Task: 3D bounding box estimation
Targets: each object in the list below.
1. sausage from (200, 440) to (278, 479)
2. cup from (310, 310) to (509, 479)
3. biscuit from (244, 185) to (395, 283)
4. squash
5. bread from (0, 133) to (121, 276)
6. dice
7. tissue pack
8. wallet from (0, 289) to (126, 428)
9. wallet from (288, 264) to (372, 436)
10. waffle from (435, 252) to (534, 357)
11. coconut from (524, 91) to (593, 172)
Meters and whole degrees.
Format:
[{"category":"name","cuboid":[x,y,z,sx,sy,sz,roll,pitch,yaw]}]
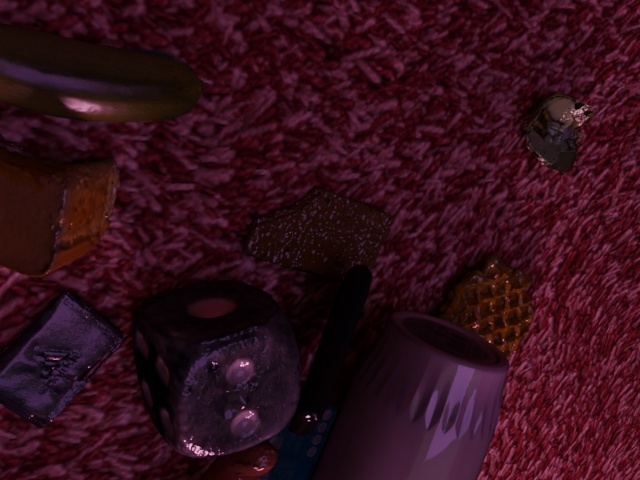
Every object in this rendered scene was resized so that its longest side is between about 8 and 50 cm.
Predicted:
[{"category":"sausage","cuboid":[-0.145,0.366,1.097,0.078,0.078,0.304,3,136,-34]},{"category":"cup","cuboid":[0.140,0.320,1.216,0.253,0.253,0.372,12,104,-36]},{"category":"biscuit","cuboid":[0.001,-0.012,1.131,0.237,0.026,0.131,18,98,-36]},{"category":"squash","cuboid":[-0.286,-0.181,0.834,0.341,0.094,0.094,3,108,-37]},{"category":"bread","cuboid":[-0.336,-0.050,0.879,0.160,0.169,0.140,16,103,5]},{"category":"dice","cuboid":[-0.142,0.167,1.015,0.181,0.182,0.183,-13,115,-27]},{"category":"tissue pack","cuboid":[-0.058,0.312,1.194,0.120,0.082,0.169,16,100,-37]},{"category":"wallet","cuboid":[-0.346,0.152,0.973,0.166,0.030,0.111,-48,123,-9]},{"category":"wallet","cuboid":[0.015,0.160,1.104,0.044,0.149,0.250,21,62,-1]},{"category":"waffle","cuboid":[0.303,0.150,1.378,0.243,0.058,0.238,-52,128,-5]},{"category":"coconut","cuboid":[0.407,-0.192,1.300,0.133,0.055,0.158,-41,128,-14]}]
